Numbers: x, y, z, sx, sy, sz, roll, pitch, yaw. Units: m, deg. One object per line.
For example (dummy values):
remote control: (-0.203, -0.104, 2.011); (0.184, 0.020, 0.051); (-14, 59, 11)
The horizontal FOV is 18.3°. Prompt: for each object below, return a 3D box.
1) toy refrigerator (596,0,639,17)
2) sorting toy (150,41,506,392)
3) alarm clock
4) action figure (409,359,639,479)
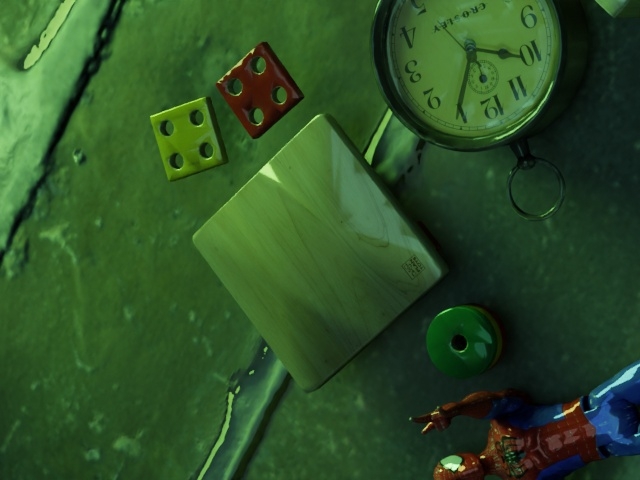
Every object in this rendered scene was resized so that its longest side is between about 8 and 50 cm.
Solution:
toy refrigerator: (0.125, -0.260, 1.180); (0.269, 0.094, 0.102); (48, 115, 15)
sorting toy: (0.000, 0.000, 1.303); (0.132, 0.046, 0.274); (-43, 77, 25)
alarm clock: (0.106, -0.103, 1.226); (0.129, 0.064, 0.192); (-22, 84, 28)
action figure: (0.172, 0.108, 1.182); (0.280, 0.139, 0.091); (-24, 84, 30)
